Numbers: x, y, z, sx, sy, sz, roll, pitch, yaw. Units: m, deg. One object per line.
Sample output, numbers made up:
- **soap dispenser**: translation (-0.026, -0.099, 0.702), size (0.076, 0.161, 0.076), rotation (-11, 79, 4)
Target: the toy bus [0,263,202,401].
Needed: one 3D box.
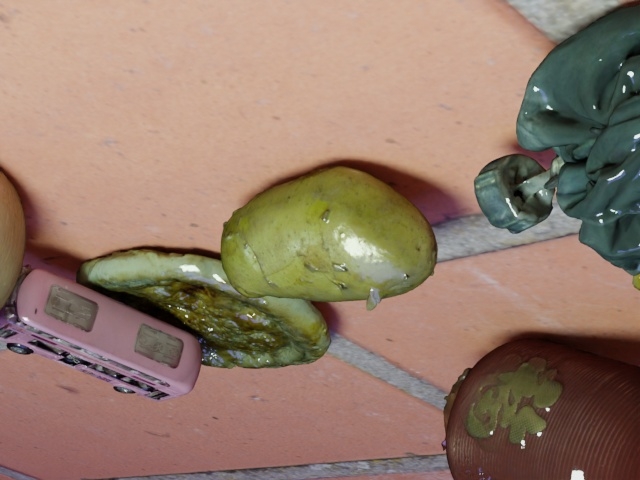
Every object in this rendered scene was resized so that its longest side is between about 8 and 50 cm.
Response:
- **toy bus**: translation (-0.204, 0.087, 1.179), size (0.203, 0.063, 0.090), rotation (26, 152, -28)

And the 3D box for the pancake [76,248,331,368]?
- **pancake**: translation (-0.106, 0.070, 1.201), size (0.254, 0.037, 0.253), rotation (12, 157, 5)

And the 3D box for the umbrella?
- **umbrella**: translation (0.193, -0.059, 0.690), size (0.094, 0.143, 0.349), rotation (-16, 177, -33)

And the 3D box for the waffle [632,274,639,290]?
- **waffle**: translation (0.296, -0.013, 0.822), size (0.243, 0.058, 0.238), rotation (4, 155, 18)

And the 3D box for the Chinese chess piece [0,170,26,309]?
- **Chinese chess piece**: translation (-0.377, -0.011, 1.048), size (0.270, 0.112, 0.270), rotation (8, 156, 4)

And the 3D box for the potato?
- **potato**: translation (0.000, 0.000, 0.946), size (0.188, 0.085, 0.105), rotation (-14, 107, 41)

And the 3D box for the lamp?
- **lamp**: translation (0.214, 0.183, 1.100), size (0.180, 0.180, 0.258), rotation (33, 169, -40)
